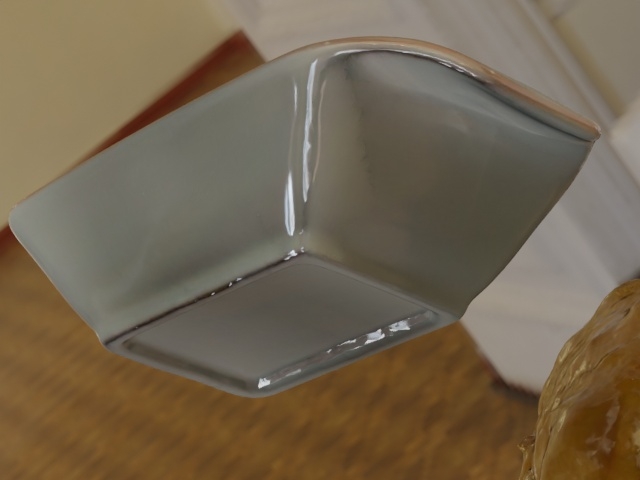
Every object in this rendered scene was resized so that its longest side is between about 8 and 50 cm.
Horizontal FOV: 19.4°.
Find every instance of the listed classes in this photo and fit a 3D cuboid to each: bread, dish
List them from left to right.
[{"bbox_3d":[0.000,0.000,0.733,0.234,0.154,0.064,-26,55,39],"label":"dish"},{"bbox_3d":[0.156,0.122,0.794,0.139,0.143,0.229,114,167,-68],"label":"bread"}]
